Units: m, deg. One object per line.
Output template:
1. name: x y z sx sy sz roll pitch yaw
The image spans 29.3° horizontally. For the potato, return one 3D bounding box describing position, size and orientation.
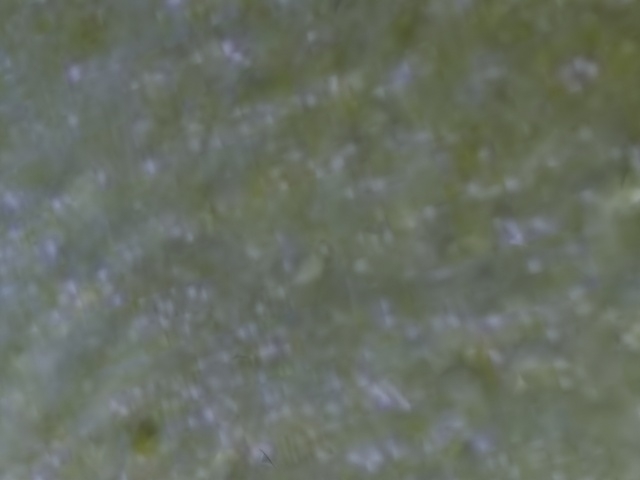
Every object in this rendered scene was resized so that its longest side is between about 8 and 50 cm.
1. potato: 0.000 0.000 0.554 0.442 0.385 0.319 -11 178 16
